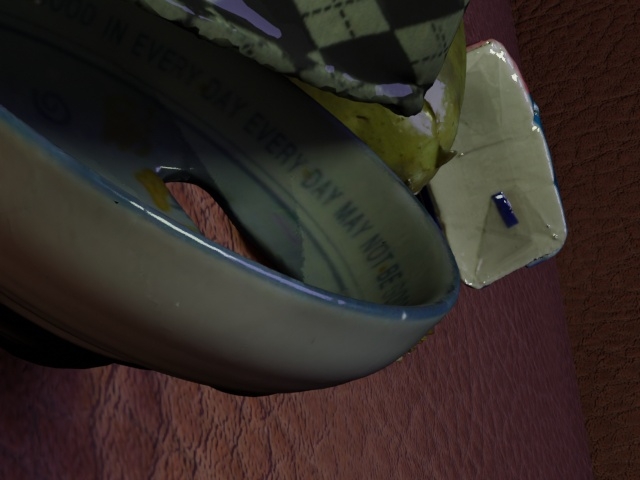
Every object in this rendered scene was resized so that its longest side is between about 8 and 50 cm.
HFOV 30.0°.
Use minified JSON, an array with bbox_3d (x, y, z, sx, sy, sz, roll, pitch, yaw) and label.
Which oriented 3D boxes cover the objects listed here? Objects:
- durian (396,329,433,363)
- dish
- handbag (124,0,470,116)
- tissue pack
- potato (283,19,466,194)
[{"bbox_3d":[0.060,0.011,1.069,0.224,0.078,0.140,57,25,-55],"label":"durian"},{"bbox_3d":[-0.090,-0.011,0.486,0.273,0.133,0.273,31,19,-12],"label":"dish"},{"bbox_3d":[-0.010,-0.275,0.436,0.317,0.180,0.416,6,110,-49],"label":"handbag"},{"bbox_3d":[0.146,-0.080,1.165,0.269,0.137,0.209,-108,180,-84],"label":"tissue pack"},{"bbox_3d":[0.035,-0.147,0.959,0.143,0.169,0.248,113,-17,-65],"label":"potato"}]
